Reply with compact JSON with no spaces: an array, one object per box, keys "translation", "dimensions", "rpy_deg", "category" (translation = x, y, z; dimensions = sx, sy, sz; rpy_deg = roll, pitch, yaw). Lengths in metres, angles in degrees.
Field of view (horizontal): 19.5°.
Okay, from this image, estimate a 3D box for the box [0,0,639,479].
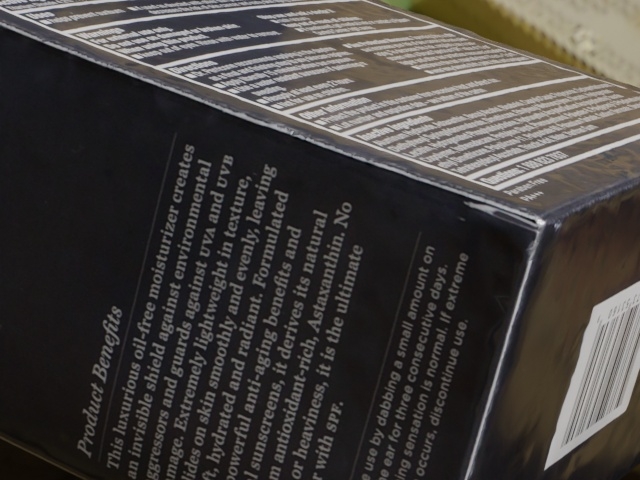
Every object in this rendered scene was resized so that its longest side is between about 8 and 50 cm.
[{"translation":[0.000,0.000,0.830],"dimensions":[0.296,0.294,0.182],"rpy_deg":[-18,126,-60],"category":"box"}]
